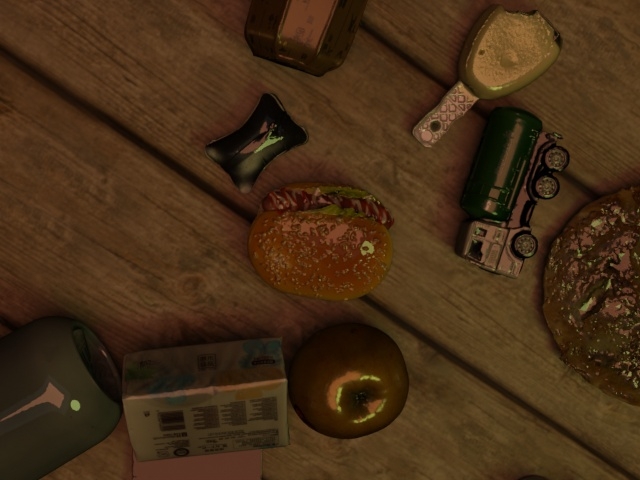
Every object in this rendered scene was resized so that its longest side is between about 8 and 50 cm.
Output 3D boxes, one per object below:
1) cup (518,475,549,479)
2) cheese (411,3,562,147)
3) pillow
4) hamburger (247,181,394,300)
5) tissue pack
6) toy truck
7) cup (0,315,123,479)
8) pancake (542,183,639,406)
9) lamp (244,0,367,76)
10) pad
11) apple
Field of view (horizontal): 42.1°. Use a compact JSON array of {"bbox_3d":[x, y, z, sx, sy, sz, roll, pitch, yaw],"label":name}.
[{"bbox_3d":[0.368,0.439,1.293,0.136,0.133,0.099,5,97,-6],"label":"cup"},{"bbox_3d":[0.232,-0.240,1.222,0.255,0.050,0.127,-44,100,2],"label":"cheese"},{"bbox_3d":[-0.092,-0.142,1.209,0.136,0.055,0.091,-41,131,5],"label":"pillow"},{"bbox_3d":[0.000,0.000,1.205,0.210,0.116,0.173,7,100,-6],"label":"hamburger"},{"bbox_3d":[-0.166,0.216,1.225,0.229,0.145,0.159,-5,131,-5],"label":"tissue pack"},{"bbox_3d":[0.275,-0.072,1.228,0.125,0.101,0.242,17,94,-3],"label":"toy truck"},{"bbox_3d":[-0.444,0.250,1.158,0.312,0.205,0.205,-29,100,-1],"label":"cup"},{"bbox_3d":[0.508,0.086,1.264,0.356,0.065,0.356,0,91,6],"label":"pancake"},{"bbox_3d":[-0.017,-0.325,1.138,0.161,0.161,0.185,19,100,-7],"label":"lamp"},{"bbox_3d":[-0.191,0.454,1.283,0.202,0.005,0.299,0,90,-8],"label":"pad"},{"bbox_3d":[0.042,0.207,1.215,0.182,0.155,0.182,-1,96,-12],"label":"apple"}]
